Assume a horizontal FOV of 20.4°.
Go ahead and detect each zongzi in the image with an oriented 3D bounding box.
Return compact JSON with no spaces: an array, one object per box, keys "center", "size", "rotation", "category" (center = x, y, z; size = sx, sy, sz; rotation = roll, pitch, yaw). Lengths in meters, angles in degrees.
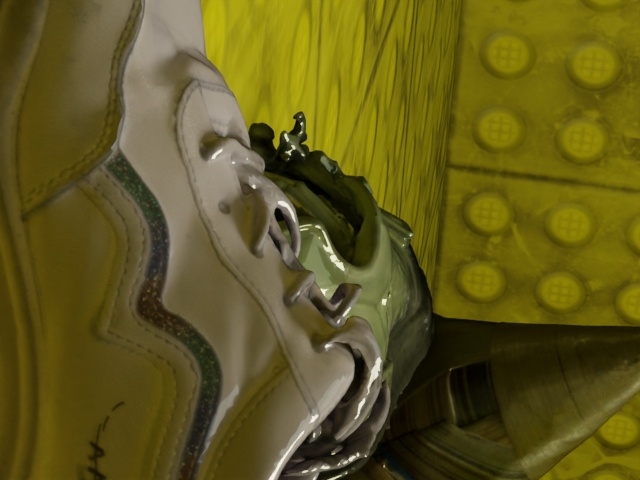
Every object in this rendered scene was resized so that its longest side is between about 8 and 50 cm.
[{"center":[0.084,0.066,1.033],"size":[0.289,0.123,0.260],"rotation":[-39,-160,20],"category":"zongzi"}]

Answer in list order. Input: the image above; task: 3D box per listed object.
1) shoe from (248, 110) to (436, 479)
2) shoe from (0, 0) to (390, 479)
[{"center":[-0.003,-0.001,0.885],"size":[0.293,0.109,0.149],"rotation":[-70,158,-68],"category":"shoe"},{"center":[-0.043,0.012,0.486],"size":[0.095,0.138,0.245],"rotation":[71,27,-84],"category":"shoe"}]
